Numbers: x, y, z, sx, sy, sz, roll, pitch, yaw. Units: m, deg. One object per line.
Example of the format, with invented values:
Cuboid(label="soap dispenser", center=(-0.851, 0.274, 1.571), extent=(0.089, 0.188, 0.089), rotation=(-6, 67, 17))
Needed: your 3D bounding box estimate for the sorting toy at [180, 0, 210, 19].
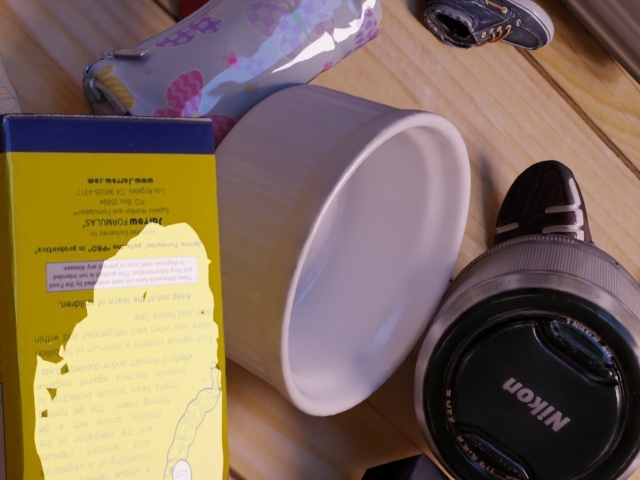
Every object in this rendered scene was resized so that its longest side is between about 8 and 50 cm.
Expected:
Cuboid(label="sorting toy", center=(-0.099, -0.343, 1.700), extent=(0.365, 0.127, 0.126), rotation=(70, 16, 4))

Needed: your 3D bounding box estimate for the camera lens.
Cuboid(label="camera lens", center=(0.206, 0.116, 1.638), extent=(0.219, 0.219, 0.274), rotation=(62, 13, -5))

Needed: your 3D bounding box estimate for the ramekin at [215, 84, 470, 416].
Cuboid(label="ramekin", center=(0.000, 0.000, 1.514), extent=(0.277, 0.135, 0.277), rotation=(-38, 140, -40))

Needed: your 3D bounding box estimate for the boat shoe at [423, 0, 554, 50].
Cuboid(label="boat shoe", center=(0.185, -0.241, 1.963), extent=(0.183, 0.065, 0.083), rotation=(27, 58, -30))

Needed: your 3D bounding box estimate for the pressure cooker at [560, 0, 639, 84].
Cuboid(label="pressure cooker", center=(0.391, -0.421, 2.005), extent=(0.420, 0.375, 0.370), rotation=(42, 27, -22))

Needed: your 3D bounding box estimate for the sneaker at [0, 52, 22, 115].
Cuboid(label="sneaker", center=(-0.317, -0.080, 1.340), extent=(0.262, 0.099, 0.121), rotation=(-43, 109, -46))

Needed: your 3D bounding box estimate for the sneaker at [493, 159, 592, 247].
Cuboid(label="sneaker", center=(0.273, 0.062, 1.897), extent=(0.162, 0.106, 0.281), rotation=(13, 73, -48))

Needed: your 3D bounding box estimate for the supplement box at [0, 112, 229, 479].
Cuboid(label="supplement box", center=(-0.198, 0.095, 1.243), extent=(0.195, 0.194, 0.356), rotation=(-2, 90, -47))

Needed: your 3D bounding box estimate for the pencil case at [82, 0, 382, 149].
Cuboid(label="pencil case", center=(-0.076, -0.164, 1.535), extent=(0.273, 0.113, 0.124), rotation=(-36, 90, -18))

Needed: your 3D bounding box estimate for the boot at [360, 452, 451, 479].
Cuboid(label="boot", center=(0.153, 0.453, 1.543), extent=(0.445, 0.146, 0.367), rotation=(48, 37, -24))
